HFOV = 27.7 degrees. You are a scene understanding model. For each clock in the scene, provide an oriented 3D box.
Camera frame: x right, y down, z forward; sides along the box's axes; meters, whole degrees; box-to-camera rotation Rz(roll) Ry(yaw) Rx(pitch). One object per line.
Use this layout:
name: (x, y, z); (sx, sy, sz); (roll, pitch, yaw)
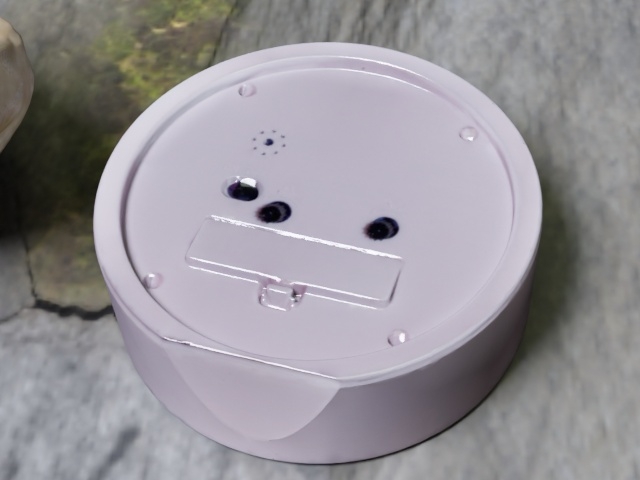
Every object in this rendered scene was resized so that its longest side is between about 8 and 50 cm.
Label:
clock: (0.000, 0.000, 0.592); (0.196, 0.068, 0.197); (-2, 51, 2)

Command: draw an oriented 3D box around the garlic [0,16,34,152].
garlic: (-0.303, -0.065, 0.576); (0.313, 0.249, 0.286); (30, 39, 1)
